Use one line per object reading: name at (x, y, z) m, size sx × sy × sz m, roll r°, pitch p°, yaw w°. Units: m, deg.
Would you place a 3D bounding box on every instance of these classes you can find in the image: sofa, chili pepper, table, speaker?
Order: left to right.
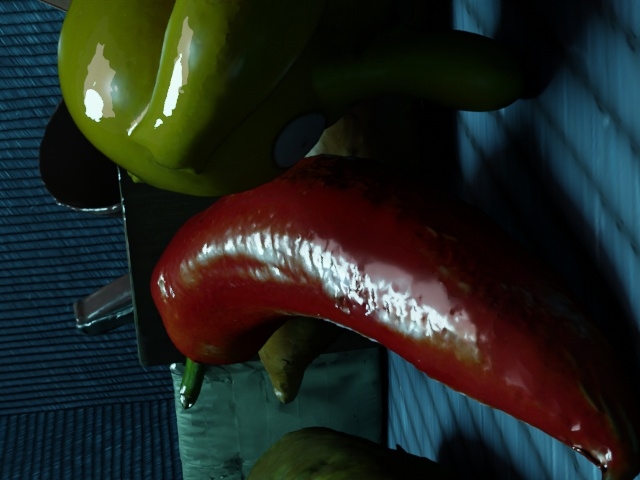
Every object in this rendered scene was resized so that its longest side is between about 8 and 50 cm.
speaker at (-0.138, 0.001, 1.021) m, size 0.198 × 0.259 × 0.329 m, roll 35°, pitch 164°, yaw 41°
table at (-0.045, -0.010, 0.785) m, size 0.169 × 0.193 × 0.172 m, roll -115°, pitch 22°, yaw -70°
sofa at (-0.046, 0.133, 0.952) m, size 0.225 × 0.176 × 0.210 m, roll -108°, pitch 15°, yaw -59°
chili pepper at (-0.006, 0.028, 0.500) m, size 0.368 × 0.092 × 0.137 m, roll -7°, pitch 84°, yaw 61°

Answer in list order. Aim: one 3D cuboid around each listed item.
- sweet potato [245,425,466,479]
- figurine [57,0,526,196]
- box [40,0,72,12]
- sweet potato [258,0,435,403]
sweet potato at (0.036, 0.184, 0.521) m, size 0.370 × 0.158 × 0.157 m, roll 175°, pitch 90°, yaw -76°
figurine at (-0.012, -0.134, 0.435) m, size 0.215 × 0.215 × 0.228 m, roll -118°, pitch 27°, yaw -72°
box at (-0.169, -0.289, 0.720) m, size 0.385 × 0.345 × 0.122 m, roll -91°, pitch 26°, yaw -59°
sweet potato at (0.014, -0.035, 0.630) m, size 0.112 × 0.112 × 0.359 m, roll -106°, pitch 26°, yaw -56°
